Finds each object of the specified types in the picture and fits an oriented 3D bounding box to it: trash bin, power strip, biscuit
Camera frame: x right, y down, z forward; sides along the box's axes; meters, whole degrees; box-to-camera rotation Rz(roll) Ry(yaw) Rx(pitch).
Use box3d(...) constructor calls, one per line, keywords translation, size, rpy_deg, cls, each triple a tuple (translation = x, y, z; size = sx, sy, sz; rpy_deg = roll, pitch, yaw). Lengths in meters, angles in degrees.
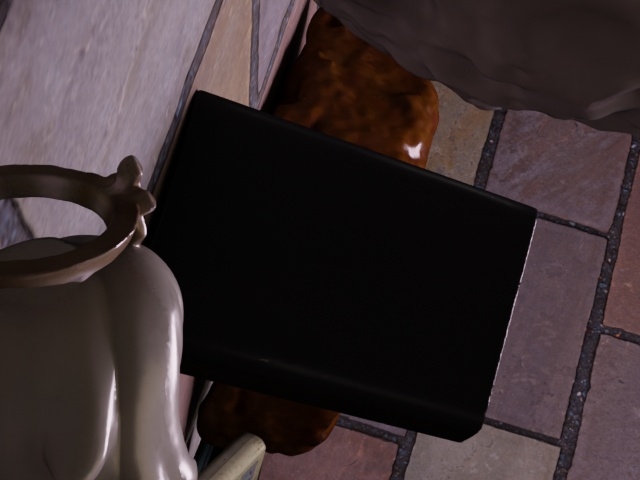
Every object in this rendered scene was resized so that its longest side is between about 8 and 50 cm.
box3d(translation=(0.007, 0.024, 0.793), size=(0.115, 0.225, 0.165), rpy_deg=(96, 11, -74), cls="trash bin")
box3d(translation=(-0.127, 0.273, 1.182), size=(0.268, 0.034, 0.092), rpy_deg=(-36, 147, -62), cls="power strip")
box3d(translation=(0.000, 0.000, 1.303), size=(0.395, 0.166, 0.343), rpy_deg=(106, 4, -46), cls="biscuit")

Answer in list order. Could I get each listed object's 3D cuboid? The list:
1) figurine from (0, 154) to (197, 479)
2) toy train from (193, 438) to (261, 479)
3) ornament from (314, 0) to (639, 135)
box3d(translation=(-0.084, 0.053, 0.367), size=(0.132, 0.132, 0.154), rpy_deg=(-69, 163, -64), cls="figurine")
box3d(translation=(-0.146, 0.360, 1.259), size=(0.409, 0.089, 0.086), rpy_deg=(-70, 178, -52), cls="toy train")
box3d(translation=(0.109, -0.212, 0.437), size=(0.337, 0.337, 0.337), rpy_deg=(16, 90, -88), cls="ornament")
